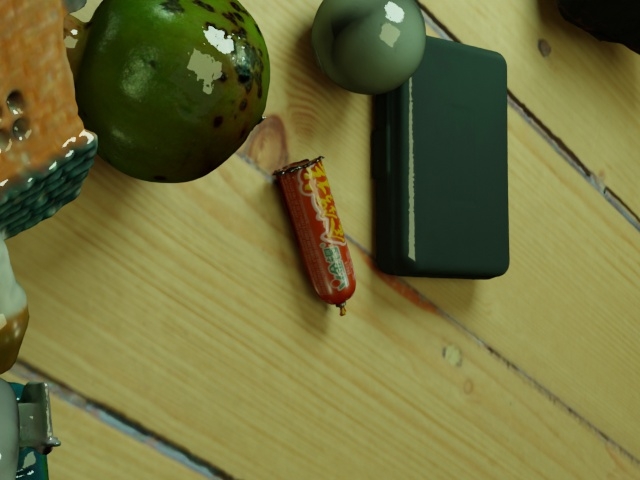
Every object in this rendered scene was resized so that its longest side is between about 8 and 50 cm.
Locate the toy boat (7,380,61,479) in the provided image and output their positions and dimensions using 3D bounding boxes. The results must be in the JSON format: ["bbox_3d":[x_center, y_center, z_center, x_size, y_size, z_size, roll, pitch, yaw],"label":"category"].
[{"bbox_3d":[-0.223,0.248,0.834,0.134,0.092,0.299,-5,90,-46],"label":"toy boat"}]

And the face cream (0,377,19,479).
[{"bbox_3d":[-0.338,0.095,0.668,0.336,0.163,0.080,11,101,-19],"label":"face cream"}]

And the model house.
[{"bbox_3d":[-0.273,-0.047,0.776,0.271,0.190,0.301,-39,128,-41],"label":"model house"}]

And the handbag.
[{"bbox_3d":[0.340,-0.305,1.345,0.215,0.155,0.169,16,63,-40],"label":"handbag"}]

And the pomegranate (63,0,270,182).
[{"bbox_3d":[-0.133,-0.127,0.910,0.205,0.159,0.159,14,76,-16],"label":"pomegranate"}]

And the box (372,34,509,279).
[{"bbox_3d":[0.121,-0.078,1.196,0.160,0.050,0.230,4,85,-42],"label":"box"}]

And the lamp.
[{"bbox_3d":[0.043,-0.180,1.095,0.105,0.105,0.105,4,85,-43],"label":"lamp"}]

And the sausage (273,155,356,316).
[{"bbox_3d":[0.000,0.000,1.084,0.050,0.048,0.145,-67,142,-74],"label":"sausage"}]
